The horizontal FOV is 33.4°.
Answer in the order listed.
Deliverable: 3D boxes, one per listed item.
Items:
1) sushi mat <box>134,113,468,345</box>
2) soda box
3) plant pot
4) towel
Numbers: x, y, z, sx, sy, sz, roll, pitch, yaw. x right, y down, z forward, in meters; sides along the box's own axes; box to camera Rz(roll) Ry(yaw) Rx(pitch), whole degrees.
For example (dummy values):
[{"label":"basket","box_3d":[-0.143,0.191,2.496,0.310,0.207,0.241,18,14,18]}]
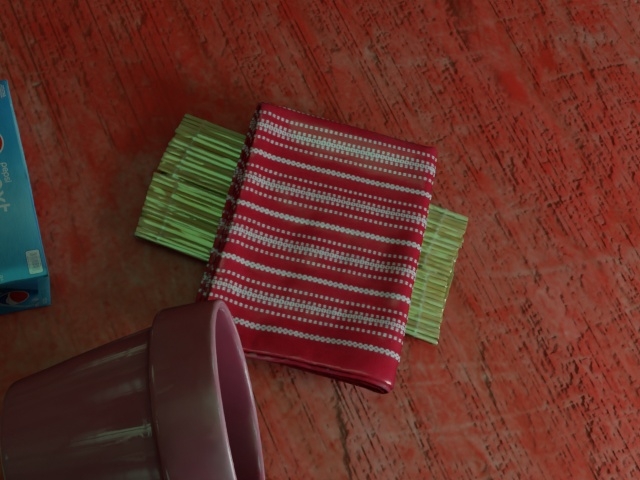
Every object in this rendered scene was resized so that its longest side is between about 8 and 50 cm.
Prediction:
[{"label":"sushi mat","box_3d":[-0.015,-0.014,1.057,0.316,0.019,0.151,20,64,0]},{"label":"soda box","box_3d":[-0.302,-0.041,0.986,0.067,0.071,0.210,-10,67,-16]},{"label":"plant pot","box_3d":[-0.149,0.160,0.861,0.180,0.201,0.201,-10,66,1]},{"label":"towel","box_3d":[0.000,0.000,1.026,0.198,0.031,0.275,15,63,-4]}]
